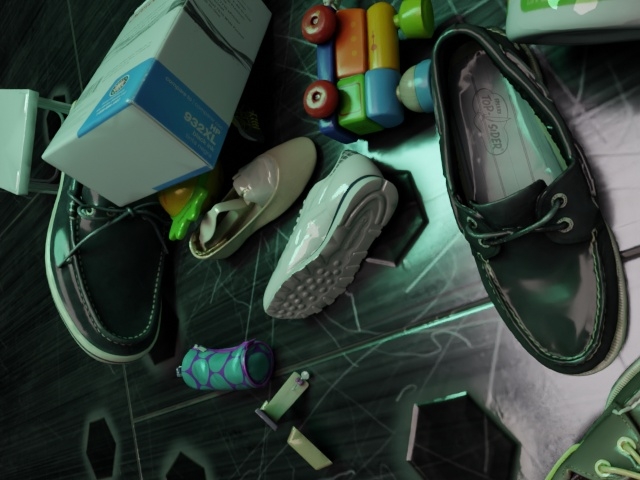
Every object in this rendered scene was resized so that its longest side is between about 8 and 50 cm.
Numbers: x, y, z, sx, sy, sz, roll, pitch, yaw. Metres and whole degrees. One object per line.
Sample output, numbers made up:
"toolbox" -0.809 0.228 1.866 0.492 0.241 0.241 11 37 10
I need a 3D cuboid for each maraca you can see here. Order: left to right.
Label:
"maraca" -0.199 -0.081 0.717 0.127 0.099 0.185 -49 35 32

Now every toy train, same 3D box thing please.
"toy train" 0.063 -0.246 0.536 0.143 0.105 0.248 -5 84 32

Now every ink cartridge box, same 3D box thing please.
"ink cartridge box" -0.219 -0.225 0.666 0.223 0.129 0.307 -13 52 37

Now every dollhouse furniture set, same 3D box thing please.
"dollhouse furniture set" -0.017 0.233 0.623 0.114 0.091 0.081 40 70 10

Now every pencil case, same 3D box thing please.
"pencil case" -0.139 0.182 0.688 0.152 0.064 0.070 -14 94 37

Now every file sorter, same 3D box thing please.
"file sorter" -0.592 -0.203 1.009 0.278 0.173 0.192 15 97 39

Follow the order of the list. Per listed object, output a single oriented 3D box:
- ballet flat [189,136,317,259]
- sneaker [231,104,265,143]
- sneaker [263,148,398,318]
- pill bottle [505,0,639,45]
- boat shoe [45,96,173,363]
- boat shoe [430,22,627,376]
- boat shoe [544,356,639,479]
"ballet flat" -0.105 -0.054 0.666 0.248 0.086 0.086 -44 62 27
"sneaker" -0.107 -0.176 0.708 0.083 0.031 0.035 47 114 31
"sneaker" 0.000 0.000 0.588 0.235 0.090 0.095 -53 45 19
"pill bottle" 0.220 -0.281 0.347 0.136 0.136 0.245 14 112 39
"boat shoe" -0.342 -0.049 0.795 0.156 0.187 0.500 -23 68 42
"boat shoe" 0.172 -0.046 0.422 0.127 0.113 0.340 -14 78 38
"boat shoe" 0.240 0.200 0.361 0.116 0.097 0.324 40 111 34
